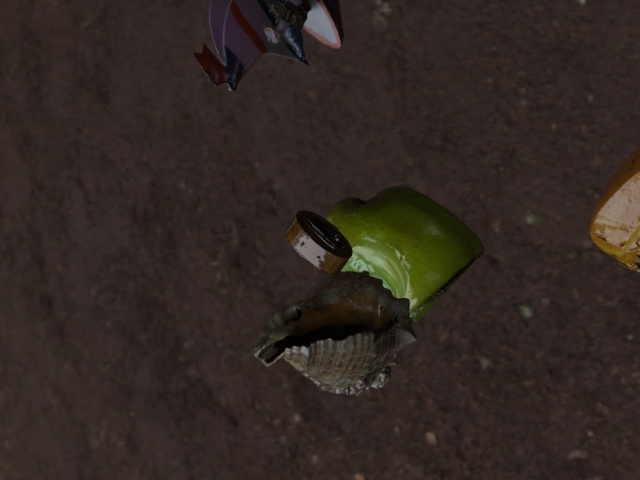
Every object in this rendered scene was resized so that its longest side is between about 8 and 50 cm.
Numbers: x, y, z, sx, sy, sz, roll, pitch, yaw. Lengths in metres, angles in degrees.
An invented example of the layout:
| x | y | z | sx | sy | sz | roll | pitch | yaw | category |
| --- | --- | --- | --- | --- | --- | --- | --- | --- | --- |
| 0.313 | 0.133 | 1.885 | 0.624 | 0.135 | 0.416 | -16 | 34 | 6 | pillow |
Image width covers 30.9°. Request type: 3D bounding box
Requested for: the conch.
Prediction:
| x | y | z | sx | sy | sz | roll | pitch | yaw | category |
| --- | --- | --- | --- | --- | --- | --- | --- | --- | --- |
| 0.022 | 0.119 | 1.472 | 0.178 | 0.245 | 0.163 | -27 | 78 | 45 | conch |

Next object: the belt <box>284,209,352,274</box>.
| x | y | z | sx | sy | sz | roll | pitch | yaw | category |
| --- | --- | --- | --- | --- | --- | --- | --- | --- | --- |
| 0.000 | 0.000 | 1.367 | 0.083 | 0.059 | 0.036 | 42 | 123 | 9 | belt |

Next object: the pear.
| x | y | z | sx | sy | sz | roll | pitch | yaw | category |
| --- | --- | --- | --- | --- | --- | --- | --- | --- | --- |
| 0.113 | 0.031 | 2.017 | 0.292 | 0.159 | 0.292 | 23 | 126 | 36 | pear |

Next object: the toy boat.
| x | y | z | sx | sy | sz | roll | pitch | yaw | category |
| --- | --- | --- | --- | --- | --- | --- | --- | --- | --- |
| -0.096 | -0.334 | 1.643 | 0.072 | 0.318 | 0.219 | -33 | 86 | 48 | toy boat |

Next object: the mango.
| x | y | z | sx | sy | sz | roll | pitch | yaw | category |
| --- | --- | --- | --- | --- | --- | --- | --- | --- | --- |
| 0.522 | -0.080 | 1.816 | 0.126 | 0.154 | 0.252 | 31 | 96 | 9 | mango |
